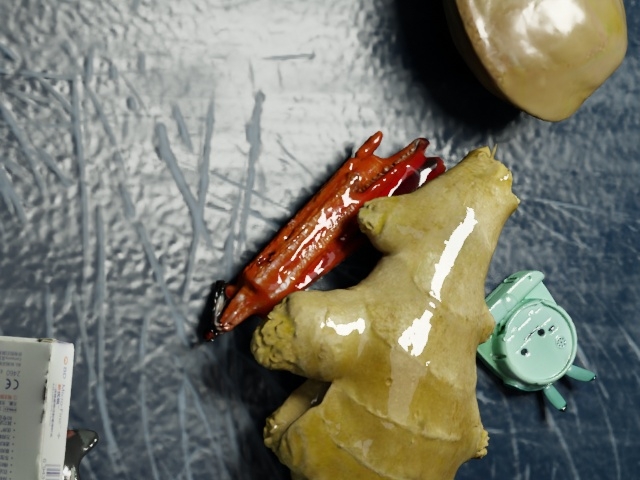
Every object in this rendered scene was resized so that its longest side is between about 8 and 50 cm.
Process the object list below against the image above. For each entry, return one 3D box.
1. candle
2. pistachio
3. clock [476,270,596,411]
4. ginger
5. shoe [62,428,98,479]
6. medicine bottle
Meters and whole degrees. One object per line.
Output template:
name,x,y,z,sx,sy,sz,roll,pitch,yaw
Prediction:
candle,0.000,0.000,1.790,0.301,0.059,0.084,-43,93,-19
pistachio,0.193,-0.245,1.834,0.260,0.163,0.213,57,36,-7
clock,0.215,0.104,1.880,0.101,0.041,0.135,-44,103,-19
ginger,0.056,0.083,1.778,0.236,0.166,0.375,8,71,-1
shoe,-0.229,0.265,1.659,0.112,0.099,0.227,-16,92,-30
medicine bottle,-0.316,0.161,1.592,0.201,0.052,0.171,2,84,16
